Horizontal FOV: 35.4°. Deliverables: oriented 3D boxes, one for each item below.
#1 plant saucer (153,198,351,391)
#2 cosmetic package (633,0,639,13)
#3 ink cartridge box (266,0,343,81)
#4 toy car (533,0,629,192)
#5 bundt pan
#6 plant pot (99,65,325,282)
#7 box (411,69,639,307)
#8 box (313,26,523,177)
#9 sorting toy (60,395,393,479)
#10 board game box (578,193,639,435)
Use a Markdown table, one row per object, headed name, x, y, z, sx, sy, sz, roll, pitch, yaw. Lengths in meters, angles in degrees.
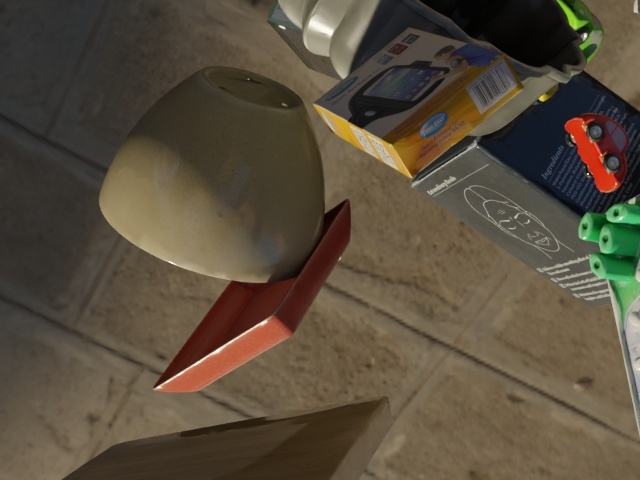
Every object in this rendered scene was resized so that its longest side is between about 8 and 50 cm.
| name | x | y | z | sx | sy | sz | roll | pitch | yaw |
| --- | --- | --- | --- | --- | --- | --- | --- | --- | --- |
| plant saucer | -0.075 | 0.083 | 1.305 | 0.048 | 0.258 | 0.259 | 47 | 130 | -12 |
| cosmetic package | 0.283 | -0.210 | 0.754 | 0.060 | 0.239 | 0.099 | 14 | 106 | 10 |
| ink cartridge box | 0.066 | -0.236 | 1.281 | 0.235 | 0.171 | 0.056 | 25 | 87 | 21 |
| toy car | 0.289 | -0.196 | 1.148 | 0.053 | 0.239 | 0.225 | -29 | 148 | -10 |
| bundt pan | 0.088 | -0.225 | 0.959 | 0.330 | 0.331 | 0.124 | 30 | 123 | -13 |
| plant pot | -0.112 | -0.103 | 1.237 | 0.284 | 0.284 | 0.191 | 17 | 113 | -5 |
| box | 0.398 | -0.092 | 1.629 | 0.395 | 0.293 | 0.212 | 34 | 75 | -7 |
| box | 0.050 | -0.087 | 0.591 | 0.081 | 0.136 | 0.028 | -39 | 119 | -6 |
| sorting toy | -0.083 | 0.210 | 0.748 | 0.257 | 0.255 | 0.089 | -13 | 93 | 15 |
| board game box | 0.374 | 0.085 | 0.766 | 0.050 | 0.390 | 0.390 | 7 | 155 | -29 |
